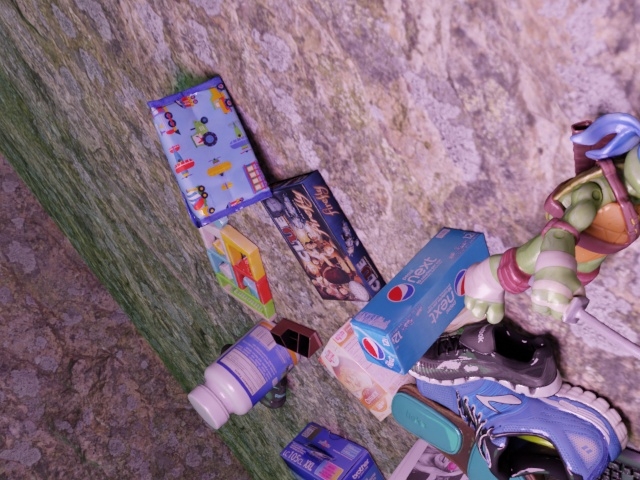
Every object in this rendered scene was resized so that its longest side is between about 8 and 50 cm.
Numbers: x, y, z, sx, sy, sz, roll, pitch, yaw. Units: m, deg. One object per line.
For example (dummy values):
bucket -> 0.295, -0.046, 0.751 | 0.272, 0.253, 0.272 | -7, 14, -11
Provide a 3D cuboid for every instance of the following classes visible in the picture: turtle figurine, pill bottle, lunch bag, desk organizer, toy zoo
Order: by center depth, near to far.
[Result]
turtle figurine -> 0.270, 0.046, 0.569 | 0.275, 0.197, 0.266 | 50, 156, 7
lunch bag -> -0.228, -0.144, 1.117 | 0.221, 0.138, 0.293 | 66, 161, -6
desk organizer -> -0.059, 0.231, 1.408 | 0.130, 0.050, 0.047 | 12, 135, 48
toy zoo -> -0.203, 0.055, 1.419 | 0.192, 0.030, 0.293 | 29, 146, 32
pill bottle -> -0.193, 0.338, 1.495 | 0.152, 0.272, 0.152 | 35, 149, 25

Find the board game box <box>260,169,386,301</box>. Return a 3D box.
board game box -> 0.000, 0.000, 1.053 | 0.165, 0.042, 0.243 | -6, 120, 57

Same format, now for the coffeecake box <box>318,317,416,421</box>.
coffeecake box -> 0.093, 0.266, 1.218 | 0.185, 0.068, 0.142 | 43, 152, 13

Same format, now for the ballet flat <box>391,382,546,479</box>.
ballet flat -> 0.272, 0.348, 1.005 | 0.342, 0.124, 0.116 | 30, 119, 44

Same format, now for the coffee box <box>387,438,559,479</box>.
coffee box -> 0.289, 0.614, 1.078 | 0.334, 0.338, 0.338 | -4, 123, 56

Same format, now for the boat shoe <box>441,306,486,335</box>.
boat shoe -> 0.206, 0.104, 0.886 | 0.045, 0.050, 0.135 | 52, 142, 2

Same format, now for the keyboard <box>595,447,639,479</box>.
keyboard -> 0.503, 0.401, 0.787 | 0.317, 0.033, 0.202 | 12, 117, 49

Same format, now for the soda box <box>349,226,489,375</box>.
soda box -> 0.136, 0.072, 0.770 | 0.067, 0.210, 0.071 | 12, 135, 48

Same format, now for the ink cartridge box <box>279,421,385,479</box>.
ink cartridge box -> 0.059, 0.701, 1.717 | 0.270, 0.151, 0.396 | 5, 127, 53

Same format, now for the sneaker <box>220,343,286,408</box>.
sneaker -> -0.192, 0.375, 1.757 | 0.267, 0.101, 0.106 | 33, 126, 29

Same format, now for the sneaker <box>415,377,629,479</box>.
sneaker -> 0.264, 0.262, 0.888 | 0.329, 0.147, 0.130 | 12, 135, 50

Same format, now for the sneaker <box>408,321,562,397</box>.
sneaker -> 0.219, 0.155, 0.841 | 0.234, 0.078, 0.106 | 4, 132, 22
